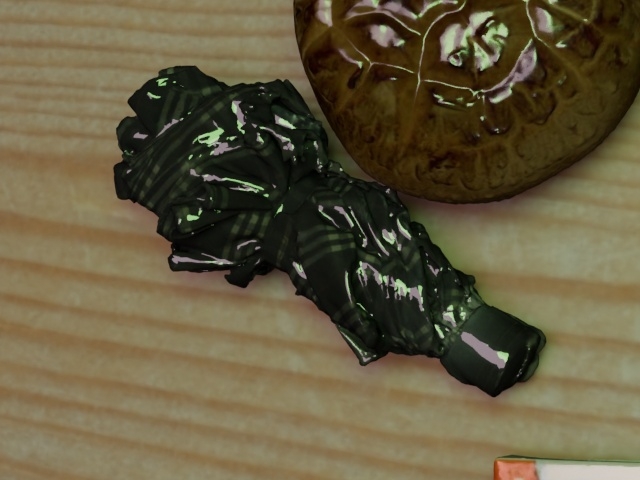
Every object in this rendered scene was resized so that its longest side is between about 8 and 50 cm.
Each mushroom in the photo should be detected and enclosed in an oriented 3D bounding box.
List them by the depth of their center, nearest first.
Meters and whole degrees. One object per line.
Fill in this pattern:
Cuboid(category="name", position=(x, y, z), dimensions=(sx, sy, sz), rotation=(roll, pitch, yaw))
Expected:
Cuboid(category="mushroom", position=(0.100, -0.150, 1.044), dimensions=(0.253, 0.153, 0.253), rotation=(-2, 81, 11))

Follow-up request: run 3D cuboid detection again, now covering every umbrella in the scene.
Cuboid(category="umbrella", position=(-0.009, 0.008, 1.093), dimensions=(0.154, 0.128, 0.336), rotation=(-46, 74, 9))

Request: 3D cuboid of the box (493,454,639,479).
Cuboid(category="box", position=(0.244, 0.278, 1.009), dimensions=(0.265, 0.048, 0.273), rotation=(-1, 85, 22))
